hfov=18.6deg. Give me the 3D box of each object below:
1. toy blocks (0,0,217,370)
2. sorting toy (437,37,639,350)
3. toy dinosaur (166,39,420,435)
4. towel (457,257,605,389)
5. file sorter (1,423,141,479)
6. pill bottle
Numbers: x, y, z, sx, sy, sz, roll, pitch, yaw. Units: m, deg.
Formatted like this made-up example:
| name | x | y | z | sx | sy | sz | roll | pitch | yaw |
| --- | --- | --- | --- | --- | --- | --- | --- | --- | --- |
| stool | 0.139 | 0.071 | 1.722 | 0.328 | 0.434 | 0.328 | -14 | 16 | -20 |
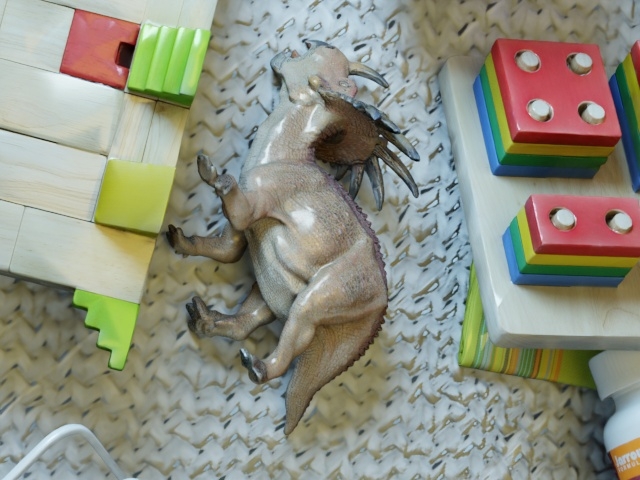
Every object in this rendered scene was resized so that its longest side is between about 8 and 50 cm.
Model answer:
| name | x | y | z | sx | sy | sz | roll | pitch | yaw |
| --- | --- | --- | --- | --- | --- | --- | --- | --- | --- |
| toy blocks | -0.222 | -0.122 | 1.415 | 0.261 | 0.191 | 0.381 | 15 | 84 | -6 |
| sorting toy | 0.244 | -0.047 | 1.533 | 0.255 | 0.089 | 0.257 | 2 | 58 | -18 |
| toy dinosaur | 0.000 | 0.000 | 1.500 | 0.200 | 0.127 | 0.295 | -18 | 99 | -25 |
| towel | 0.228 | 0.073 | 1.622 | 0.237 | 0.021 | 0.102 | 11 | 90 | -18 |
| file sorter | -0.122 | 0.290 | 1.343 | 0.193 | 0.278 | 0.173 | -45 | 146 | -14 |
| pill bottle | 0.297 | 0.182 | 1.549 | 0.121 | 0.121 | 0.221 | -16 | 77 | -18 |
